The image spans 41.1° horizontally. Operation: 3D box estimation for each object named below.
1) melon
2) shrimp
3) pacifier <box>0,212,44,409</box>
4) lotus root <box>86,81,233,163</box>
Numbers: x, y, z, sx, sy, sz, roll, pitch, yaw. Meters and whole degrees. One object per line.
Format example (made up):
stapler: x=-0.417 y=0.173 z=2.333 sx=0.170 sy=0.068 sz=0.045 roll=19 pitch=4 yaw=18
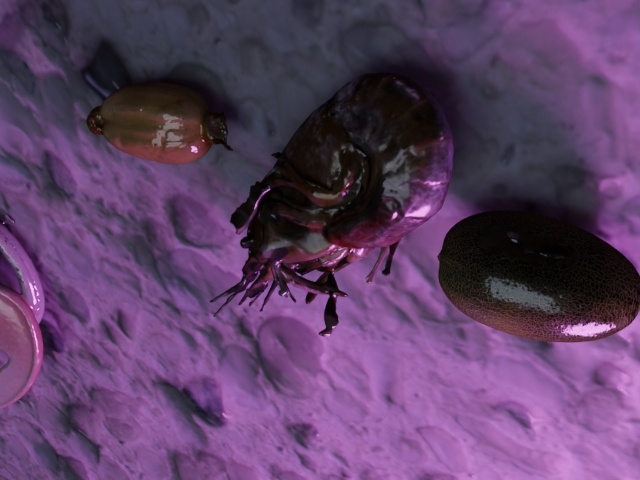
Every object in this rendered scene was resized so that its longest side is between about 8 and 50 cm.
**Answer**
melon: x=0.172 y=0.029 z=0.678 sx=0.162 sy=0.099 sz=0.099 roll=14 pitch=131 yaw=16
shrimp: x=0.000 y=-0.006 z=0.737 sx=0.145 sy=0.116 sz=0.343 roll=49 pitch=135 yaw=6
pacifier: x=-0.492 y=0.089 z=1.026 sx=0.332 sy=0.273 sz=0.220 roll=51 pitch=149 yaw=-14
lotus root: x=-0.142 y=-0.107 z=0.773 sx=0.150 sy=0.062 sz=0.073 roll=9 pitch=106 yaw=22
